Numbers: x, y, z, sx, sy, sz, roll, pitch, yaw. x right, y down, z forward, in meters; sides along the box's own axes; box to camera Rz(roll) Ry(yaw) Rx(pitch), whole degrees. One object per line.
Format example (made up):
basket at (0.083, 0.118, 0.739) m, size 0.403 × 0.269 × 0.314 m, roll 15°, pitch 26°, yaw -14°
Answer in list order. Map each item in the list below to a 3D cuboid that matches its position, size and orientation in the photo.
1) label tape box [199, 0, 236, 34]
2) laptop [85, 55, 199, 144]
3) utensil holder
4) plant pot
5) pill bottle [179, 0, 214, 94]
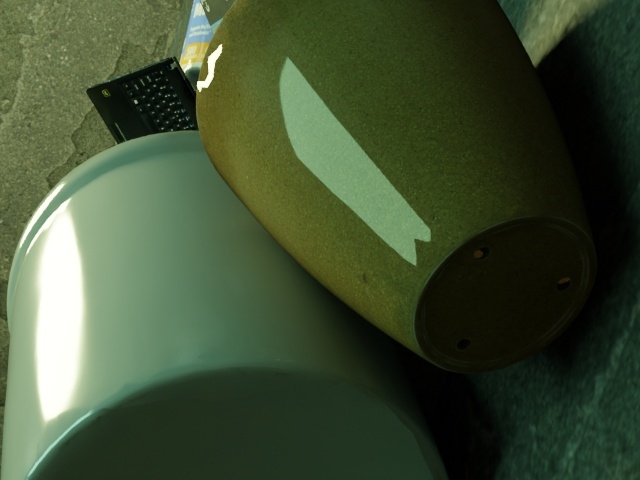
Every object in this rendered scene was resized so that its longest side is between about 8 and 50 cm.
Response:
label tape box at (-0.049, -0.216, 1.270) m, size 0.240 × 0.106 × 0.334 m, roll 67°, pitch 168°, yaw -9°
laptop at (-0.205, -0.122, 1.664) m, size 0.264 × 0.234 × 0.136 m, roll -14°, pitch 26°, yaw 31°
utensil holder at (-0.092, 0.129, 0.937) m, size 0.385 × 0.328 × 0.327 m, roll -112°, pitch 38°, yaw -64°
plant pot at (0.066, -0.040, 0.773) m, size 0.254 × 0.237 × 0.237 m, roll 60°, pitch 137°, yaw 47°
pill bottle at (-0.109, -0.341, 1.730) m, size 0.152 × 0.152 × 0.272 m, roll 157°, pitch 125°, yaw -71°
